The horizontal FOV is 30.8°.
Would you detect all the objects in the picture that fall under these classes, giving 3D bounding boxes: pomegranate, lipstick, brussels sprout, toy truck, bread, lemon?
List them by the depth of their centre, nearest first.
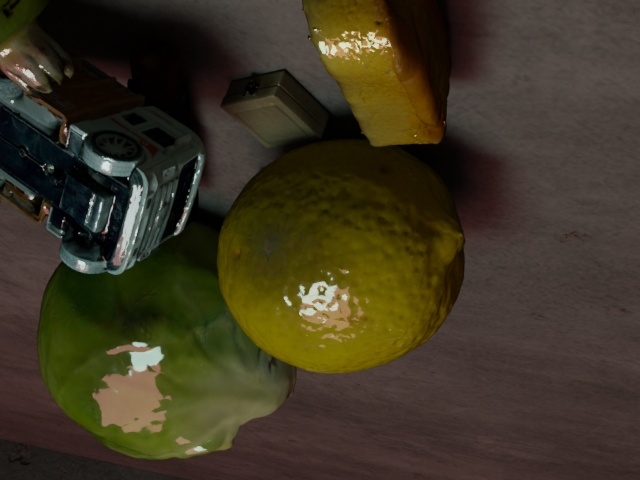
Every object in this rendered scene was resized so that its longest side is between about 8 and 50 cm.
[{"bbox_3d":[0.056,-0.150,0.957,0.094,0.102,0.245,-7,162,13],"label":"bread"},{"bbox_3d":[-0.297,-0.215,1.011,0.210,0.180,0.180,49,145,-19],"label":"pomegranate"},{"bbox_3d":[-0.253,-0.104,1.134,0.305,0.162,0.136,34,123,19],"label":"toy truck"},{"bbox_3d":[0.022,0.016,1.210,0.267,0.267,0.267,15,155,7],"label":"lemon"},{"bbox_3d":[-0.174,-0.111,1.275,0.081,0.081,0.300,15,150,6],"label":"lipstick"},{"bbox_3d":[-0.200,0.121,1.526,0.344,0.344,0.268,24,-168,-14],"label":"brussels sprout"}]

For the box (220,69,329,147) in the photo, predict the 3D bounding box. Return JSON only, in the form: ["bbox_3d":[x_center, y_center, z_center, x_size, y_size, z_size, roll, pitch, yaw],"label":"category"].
[{"bbox_3d":[-0.048,-0.134,1.191,0.079,0.035,0.083,-5,146,40],"label":"box"}]
